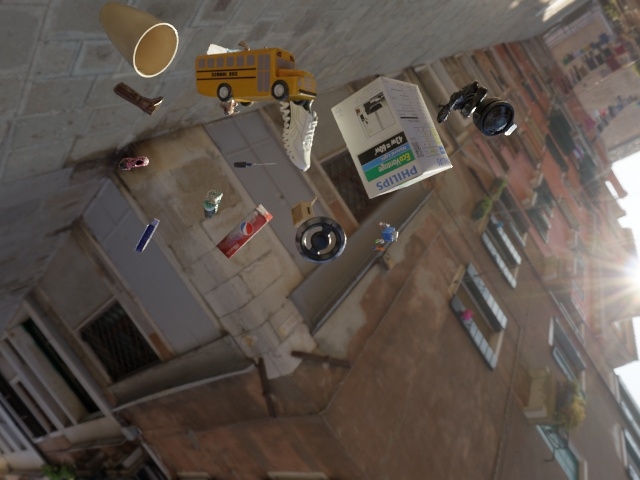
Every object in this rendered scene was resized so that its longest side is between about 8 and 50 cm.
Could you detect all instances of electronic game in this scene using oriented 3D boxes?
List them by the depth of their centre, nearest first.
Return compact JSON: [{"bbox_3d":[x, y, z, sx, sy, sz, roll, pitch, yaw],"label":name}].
[{"bbox_3d":[0.000,0.000,1.831,0.229,0.229,0.048,-33,-160,10],"label":"electronic game"}]

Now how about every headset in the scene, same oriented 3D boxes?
[{"bbox_3d":[0.586,-0.482,1.528,0.394,0.243,0.185,2,133,-48],"label":"headset"}]

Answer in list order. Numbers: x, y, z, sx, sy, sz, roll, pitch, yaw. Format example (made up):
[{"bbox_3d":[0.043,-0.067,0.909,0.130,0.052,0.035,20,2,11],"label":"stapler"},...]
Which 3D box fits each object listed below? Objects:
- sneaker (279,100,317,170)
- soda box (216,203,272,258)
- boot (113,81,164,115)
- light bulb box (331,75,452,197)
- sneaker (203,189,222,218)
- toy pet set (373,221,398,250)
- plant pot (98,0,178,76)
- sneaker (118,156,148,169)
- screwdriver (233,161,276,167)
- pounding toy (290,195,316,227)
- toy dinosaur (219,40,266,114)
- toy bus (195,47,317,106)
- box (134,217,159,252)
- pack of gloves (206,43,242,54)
[{"bbox_3d":[-0.067,-0.392,1.425,0.118,0.292,0.110,-12,170,24],"label":"sneaker"},{"bbox_3d":[-0.336,-0.039,1.778,0.263,0.083,0.092,-42,-173,20],"label":"soda box"},{"bbox_3d":[-0.491,-0.395,1.089,0.037,0.114,0.106,-49,-157,29],"label":"boot"},{"bbox_3d":[0.280,-0.384,1.522,0.225,0.361,0.358,-23,180,36],"label":"light bulb box"},{"bbox_3d":[-0.455,-0.152,1.686,0.166,0.065,0.076,-82,-173,-56],"label":"sneaker"},{"bbox_3d":[0.268,-0.020,1.734,0.114,0.122,0.065,7,173,45],"label":"toy pet set"},{"bbox_3d":[-0.830,-0.923,1.795,0.256,0.274,0.256,-50,176,-5],"label":"plant pot"},{"bbox_3d":[-0.788,-0.323,1.693,0.119,0.047,0.057,-17,-154,-9],"label":"sneaker"},{"bbox_3d":[-0.262,-0.305,1.619,0.170,0.024,0.025,-1,-158,-2],"label":"screwdriver"},{"bbox_3d":[-0.084,-0.157,2.198,0.100,0.141,0.130,5,156,-35],"label":"pounding toy"},{"bbox_3d":[-0.319,-0.674,1.656,0.296,0.200,0.127,-31,-142,12],"label":"toy dinosaur"},{"bbox_3d":[-0.176,-0.435,1.086,0.333,0.130,0.108,8,-167,27],"label":"toy bus"},{"bbox_3d":[-0.804,-0.024,1.872,0.136,0.037,0.225,-61,-162,2],"label":"box"},{"bbox_3d":[-0.476,-0.825,1.895,0.232,0.046,0.195,-22,153,-54],"label":"pack of gloves"}]
